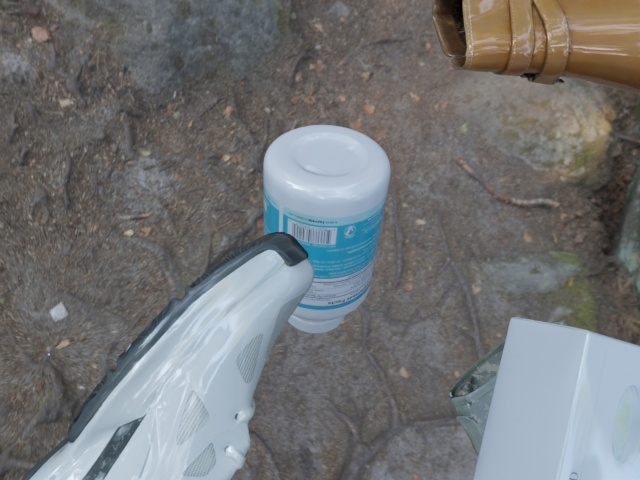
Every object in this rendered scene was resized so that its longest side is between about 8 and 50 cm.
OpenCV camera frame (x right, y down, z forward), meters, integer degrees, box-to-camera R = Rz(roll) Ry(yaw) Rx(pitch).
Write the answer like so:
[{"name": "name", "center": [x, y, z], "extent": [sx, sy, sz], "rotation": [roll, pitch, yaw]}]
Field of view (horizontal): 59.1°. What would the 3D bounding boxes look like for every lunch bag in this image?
[{"name": "lunch bag", "center": [0.351, 0.309, 0.962], "extent": [0.287, 0.169, 0.235], "rotation": [-23, 82, -39]}]

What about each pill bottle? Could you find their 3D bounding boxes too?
[{"name": "pill bottle", "center": [0.000, 0.000, 0.716], "extent": [0.146, 0.264, 0.146], "rotation": [3, 43, -3]}]

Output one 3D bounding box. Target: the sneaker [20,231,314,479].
[{"name": "sneaker", "center": [-0.098, 0.224, 0.481], "extent": [0.257, 0.169, 0.447], "rotation": [39, 81, 1]}]

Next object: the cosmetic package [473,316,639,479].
[{"name": "cosmetic package", "center": [0.318, 0.226, 0.633], "extent": [0.224, 0.138, 0.224], "rotation": [16, 84, -14]}]

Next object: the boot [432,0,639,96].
[{"name": "boot", "center": [0.231, -0.168, 0.476], "extent": [0.220, 0.109, 0.283], "rotation": [-2, 41, -9]}]
